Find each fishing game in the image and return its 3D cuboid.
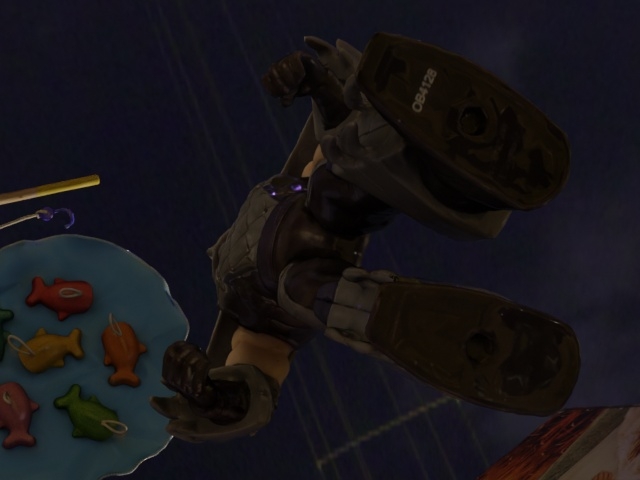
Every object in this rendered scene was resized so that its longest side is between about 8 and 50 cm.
[{"bbox_3d":[-0.173,0.082,0.842,0.189,0.041,0.264,-9,-105,-15],"label":"fishing game"}]

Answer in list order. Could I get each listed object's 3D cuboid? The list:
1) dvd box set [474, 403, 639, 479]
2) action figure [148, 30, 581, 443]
[{"bbox_3d":[0.071,0.191,0.483,0.420,0.308,0.062,-32,-82,-30],"label":"dvd box set"},{"bbox_3d":[0.000,0.000,0.517,0.099,0.285,0.185,15,-98,-19],"label":"action figure"}]
